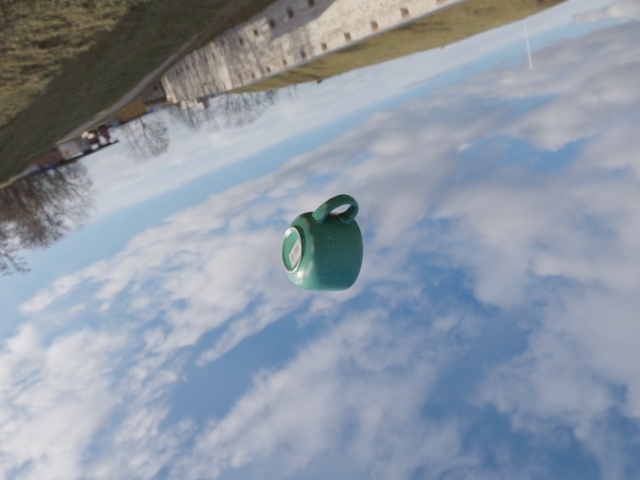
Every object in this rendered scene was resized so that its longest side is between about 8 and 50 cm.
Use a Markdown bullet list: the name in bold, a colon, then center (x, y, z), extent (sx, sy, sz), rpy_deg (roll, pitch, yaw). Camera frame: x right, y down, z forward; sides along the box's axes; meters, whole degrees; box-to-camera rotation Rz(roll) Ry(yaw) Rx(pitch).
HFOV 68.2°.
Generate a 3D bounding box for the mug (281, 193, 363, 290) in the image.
- **mug**: center (-0.004, 0.004, 0.770), extent (0.097, 0.158, 0.129), rpy_deg (3, -179, -29)
